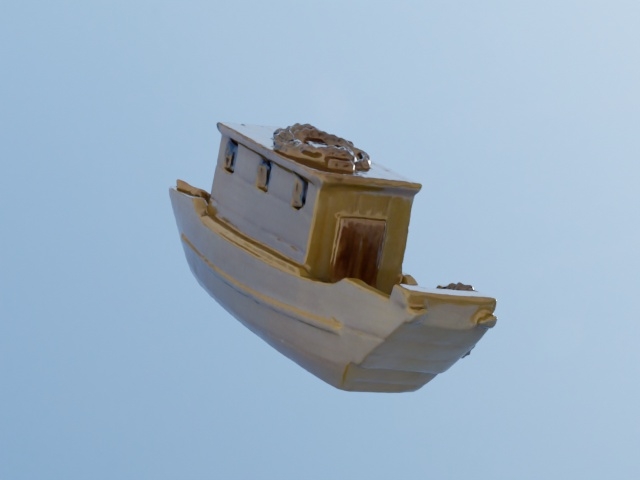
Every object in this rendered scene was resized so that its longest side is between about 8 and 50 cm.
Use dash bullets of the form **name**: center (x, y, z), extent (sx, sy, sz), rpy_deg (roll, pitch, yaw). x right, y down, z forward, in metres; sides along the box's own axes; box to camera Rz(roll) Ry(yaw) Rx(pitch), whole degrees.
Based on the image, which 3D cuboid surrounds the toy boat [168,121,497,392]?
- **toy boat**: center (0.000, 0.000, 0.632), extent (0.057, 0.077, 0.200), rpy_deg (4, -166, -28)
